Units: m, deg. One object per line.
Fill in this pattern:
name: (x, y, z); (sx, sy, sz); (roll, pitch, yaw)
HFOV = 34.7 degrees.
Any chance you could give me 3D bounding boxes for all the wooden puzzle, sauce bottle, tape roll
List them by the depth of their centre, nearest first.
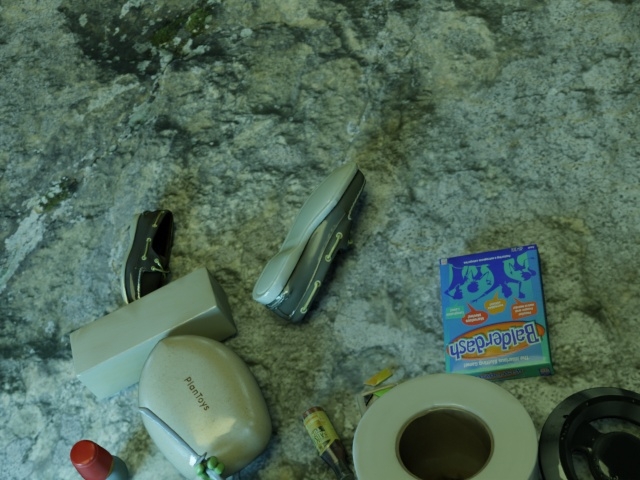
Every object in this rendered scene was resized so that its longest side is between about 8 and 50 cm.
tape roll: (0.175, 0.326, 1.392); (0.246, 0.169, 0.246); (-7, 41, 6)
sauce bottle: (0.013, 0.316, 1.581); (0.042, 0.042, 0.128); (-34, 52, -1)
wooden puzzle: (0.095, 0.259, 1.602); (0.079, 0.014, 0.116); (-26, 54, 5)

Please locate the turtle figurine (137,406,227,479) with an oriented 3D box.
turtle figurine: (-0.147, 0.398, 1.453); (0.266, 0.198, 0.274); (2, 96, -5)

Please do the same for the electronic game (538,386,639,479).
electronic game: (0.408, 0.304, 1.388); (0.229, 0.048, 0.229); (4, 56, -5)

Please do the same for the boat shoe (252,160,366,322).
boat shoe: (-0.002, 0.000, 1.758); (0.305, 0.091, 0.109); (-58, 20, -20)

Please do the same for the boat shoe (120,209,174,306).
boat shoe: (-0.310, 0.037, 1.862); (0.069, 0.081, 0.227); (-14, 53, 18)

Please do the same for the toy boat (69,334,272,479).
toy boat: (-0.245, 0.300, 1.648); (0.318, 0.148, 0.267); (-29, 58, -7)

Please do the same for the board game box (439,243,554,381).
board game box: (0.272, 0.116, 1.601); (0.160, 0.047, 0.210); (-10, 57, 16)

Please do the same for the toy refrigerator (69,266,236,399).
toy refrigerator: (-0.288, 0.162, 1.770); (0.270, 0.094, 0.102); (-27, 46, 3)
